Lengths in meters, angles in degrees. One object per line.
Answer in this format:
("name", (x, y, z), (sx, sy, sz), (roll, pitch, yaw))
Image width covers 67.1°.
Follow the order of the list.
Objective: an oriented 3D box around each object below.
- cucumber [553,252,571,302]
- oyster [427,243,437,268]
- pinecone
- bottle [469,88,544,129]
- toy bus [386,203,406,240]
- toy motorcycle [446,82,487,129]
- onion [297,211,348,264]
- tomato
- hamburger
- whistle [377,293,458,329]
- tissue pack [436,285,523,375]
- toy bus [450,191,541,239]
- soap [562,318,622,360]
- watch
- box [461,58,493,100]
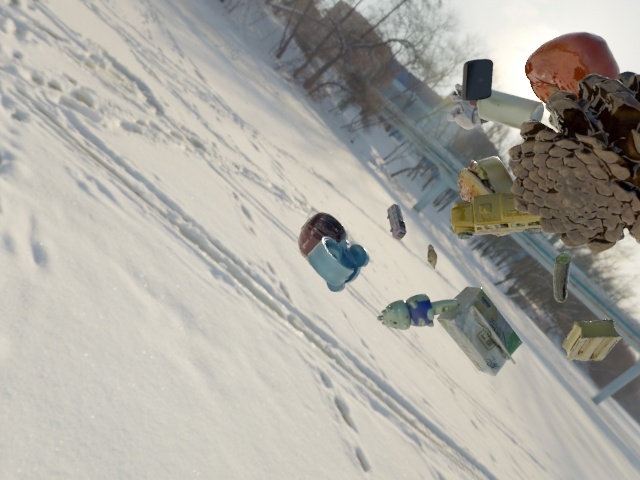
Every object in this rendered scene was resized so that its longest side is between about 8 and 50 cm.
("cucumber", (0.863, 0.145, 1.728), (0.052, 0.058, 0.215), (18, -43, 38))
("oyster", (0.434, 0.063, 1.916), (0.083, 0.038, 0.081), (-110, -169, -54))
("pinecone", (0.606, -0.188, 1.001), (0.384, 0.384, 0.384), (44, 12, -12))
("bottle", (0.615, -0.445, 1.626), (0.245, 0.104, 0.104), (33, 1, 38))
("toy bus", (0.259, -0.064, 1.635), (0.037, 0.052, 0.131), (19, 44, -27))
("toy motorcycle", (0.590, -0.539, 1.953), (0.110, 0.171, 0.260), (43, 25, -45))
("onion", (0.000, -0.001, 2.146), (0.216, 0.206, 0.207), (39, -19, 3))
("tomato", (0.705, -0.467, 1.347), (0.260, 0.180, 0.260), (50, 5, -6))
("hamburger", (0.612, -0.157, 1.748), (0.300, 0.176, 0.300), (58, 11, -18))
("whistle", (0.288, 0.214, 1.433), (0.092, 0.244, 0.110), (-99, 180, -47))
("tissue pack", (0.502, 0.275, 1.474), (0.229, 0.159, 0.145), (51, -17, -8))
("toy bus", (0.570, -0.084, 1.473), (0.123, 0.335, 0.121), (34, 55, -62))
("soap", (0.967, 0.361, 1.734), (0.233, 0.135, 0.076), (71, 17, -56))
("watch", (0.047, 0.073, 1.767), (0.193, 0.211, 0.211), (23, 25, -44))
("box", (0.501, -0.514, 1.541), (0.027, 0.126, 0.125), (30, -51, 54))
